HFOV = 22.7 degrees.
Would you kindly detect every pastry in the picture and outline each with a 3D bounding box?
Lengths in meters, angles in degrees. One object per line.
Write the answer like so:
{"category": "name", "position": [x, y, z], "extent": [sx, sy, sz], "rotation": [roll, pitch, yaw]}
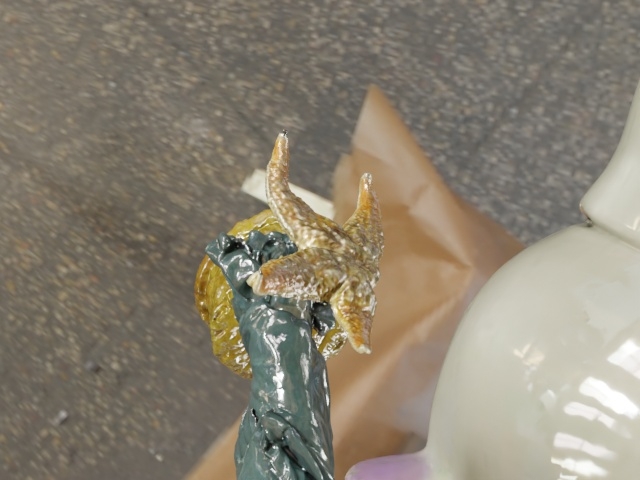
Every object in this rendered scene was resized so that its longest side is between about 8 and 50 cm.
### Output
{"category": "pastry", "position": [-0.045, 0.061, 1.753], "extent": [0.188, 0.103, 0.189], "rotation": [-14, 130, -18]}

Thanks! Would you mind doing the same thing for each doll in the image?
{"category": "doll", "position": [0.202, 0.008, 0.709], "extent": [0.370, 0.215, 0.226], "rotation": [-57, 162, 7]}

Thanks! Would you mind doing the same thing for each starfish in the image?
{"category": "starfish", "position": [-0.003, 0.000, 1.361], "extent": [0.138, 0.247, 0.050], "rotation": [38, 118, -22]}

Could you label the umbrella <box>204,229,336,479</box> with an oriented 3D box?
{"category": "umbrella", "position": [-0.033, 0.153, 1.397], "extent": [0.143, 0.094, 0.349], "rotation": [20, 52, -51]}
